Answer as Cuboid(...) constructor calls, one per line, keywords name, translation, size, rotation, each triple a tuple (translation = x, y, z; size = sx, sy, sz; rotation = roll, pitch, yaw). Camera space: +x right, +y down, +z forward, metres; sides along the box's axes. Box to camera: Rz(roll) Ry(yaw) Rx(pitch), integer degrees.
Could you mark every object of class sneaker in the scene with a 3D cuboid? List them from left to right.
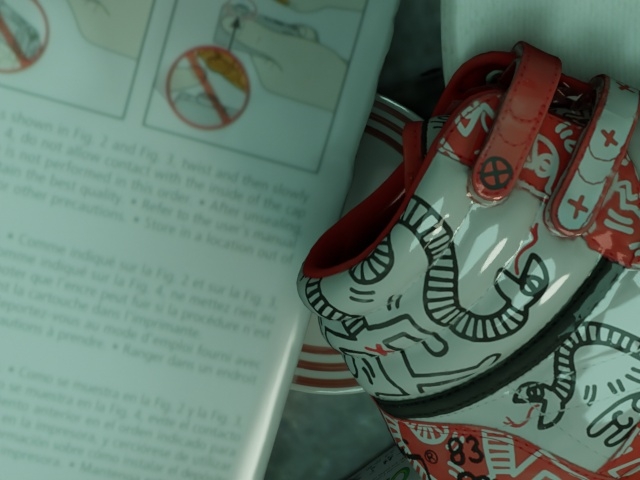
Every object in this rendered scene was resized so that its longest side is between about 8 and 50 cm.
Cuboid(name="sneaker", translation=(0.120, -0.012, 0.322), size=(0.270, 0.090, 0.145), rotation=(-33, 105, 24))

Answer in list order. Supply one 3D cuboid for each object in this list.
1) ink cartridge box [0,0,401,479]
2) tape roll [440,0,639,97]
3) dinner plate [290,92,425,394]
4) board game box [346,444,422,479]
Cuboid(name="ink cartridge box", translation=(-0.154, -0.015, 0.418), size=(0.308, 0.091, 0.385), rotation=(15, 97, -11))
Cuboid(name="tape roll", translation=(0.235, -0.079, 0.360), size=(0.392, 0.072, 0.392), rotation=(4, 112, 9))
Cuboid(name="dinner plate", translation=(0.000, 0.000, 0.469), size=(0.141, 0.017, 0.141), rotation=(4, 114, 10))
Cuboid(name="board game box", translation=(0.080, 0.254, 0.536), size=(0.193, 0.053, 0.305), rotation=(-41, 99, 22))
